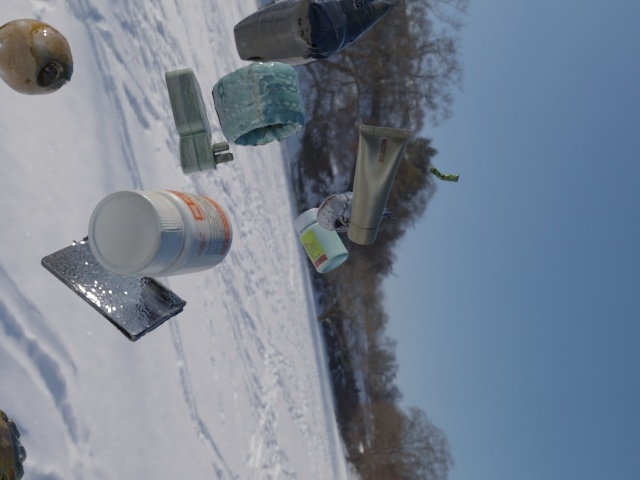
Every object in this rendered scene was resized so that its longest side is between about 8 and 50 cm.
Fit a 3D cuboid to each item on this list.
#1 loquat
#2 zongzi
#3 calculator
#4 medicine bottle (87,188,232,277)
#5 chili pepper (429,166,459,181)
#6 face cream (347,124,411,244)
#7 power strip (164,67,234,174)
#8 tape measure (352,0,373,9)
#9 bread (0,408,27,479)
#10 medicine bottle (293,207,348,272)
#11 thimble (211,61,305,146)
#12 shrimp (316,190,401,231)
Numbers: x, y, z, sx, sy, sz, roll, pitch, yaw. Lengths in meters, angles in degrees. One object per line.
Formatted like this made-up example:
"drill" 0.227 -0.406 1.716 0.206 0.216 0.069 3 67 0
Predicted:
"loquat" -0.699 -0.445 1.523 0.227 0.179 0.179 37 -27 34
"zongzi" -0.027 -0.693 2.036 0.432 0.403 0.208 -32 116 -40
"calculator" -0.410 0.084 1.251 0.161 0.261 0.021 -35 158 -55
"medicine bottle" -0.250 -0.010 1.022 0.252 0.144 0.145 -11 91 -74
"chili pepper" 0.315 -0.167 1.613 0.027 0.083 0.022 116 -9 -63
"face cream" 0.142 -0.149 1.709 0.084 0.137 0.342 -99 -163 -55
"power strip" -0.327 -0.317 1.707 0.229 0.141 0.261 -177 -105 -85
"tape measure" 0.122 -0.665 1.663 0.094 0.091 0.054 73 -9 -67
"bread" -0.614 0.377 1.136 0.213 0.104 0.214 -24 90 -86
"medicine bottle" 0.000 0.000 2.430 0.226 0.139 0.139 61 -5 15
"thimble" -0.137 -0.305 1.425 0.235 0.198 0.143 148 -71 -78
"shrimp" 0.123 -0.082 2.017 0.116 0.342 0.145 29 -69 45
